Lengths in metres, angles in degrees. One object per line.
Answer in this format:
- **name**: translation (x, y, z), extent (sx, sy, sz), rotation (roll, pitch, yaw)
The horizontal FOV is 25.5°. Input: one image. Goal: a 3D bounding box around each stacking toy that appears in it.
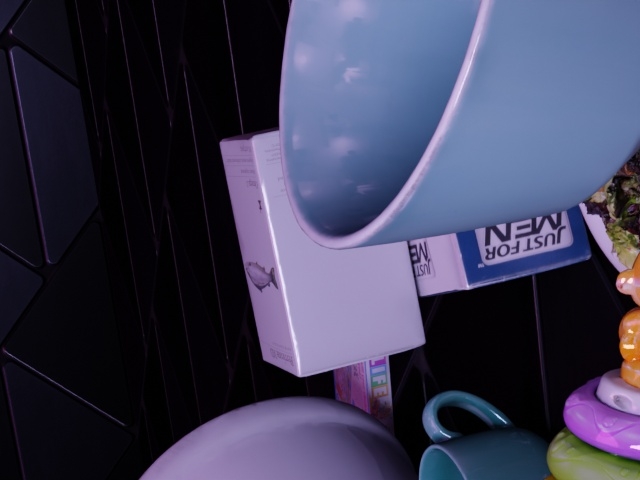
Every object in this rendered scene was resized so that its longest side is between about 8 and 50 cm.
- **stacking toy**: translation (0.194, 0.139, 0.850), extent (0.166, 0.175, 0.302), rotation (-111, 23, -76)

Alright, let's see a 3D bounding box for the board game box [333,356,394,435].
- **board game box**: translation (0.041, 0.123, 1.485), extent (0.103, 0.026, 0.154), rotation (-140, 42, -62)

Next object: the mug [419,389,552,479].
- **mug**: translation (0.145, 0.200, 1.108), extent (0.129, 0.097, 0.158), rotation (-161, 61, -70)

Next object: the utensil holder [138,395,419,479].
- **utensil holder**: translation (0.018, 0.378, 1.250), extent (0.385, 0.327, 0.327), rotation (-130, 33, -52)

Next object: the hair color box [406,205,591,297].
- **hair color box**: translation (0.084, -0.135, 1.064), extent (0.174, 0.105, 0.347), rotation (160, 97, -74)

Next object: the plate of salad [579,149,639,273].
- **plate of salad**: translation (0.192, -0.059, 0.883), extent (0.200, 0.048, 0.200), rotation (167, 90, -72)

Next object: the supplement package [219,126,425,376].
- **supplement package**: translation (0.000, 0.000, 1.070), extent (0.105, 0.105, 0.179), rotation (-173, 71, -72)

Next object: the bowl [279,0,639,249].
- **bowl**: translation (0.104, -0.136, 0.838), extent (0.311, 0.163, 0.311), rotation (-171, 90, -70)
